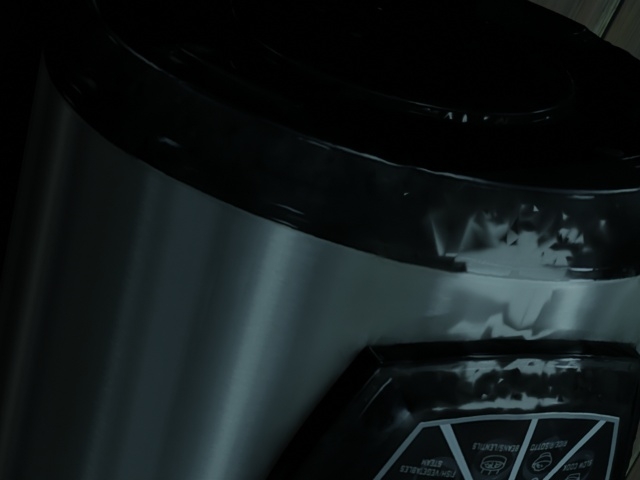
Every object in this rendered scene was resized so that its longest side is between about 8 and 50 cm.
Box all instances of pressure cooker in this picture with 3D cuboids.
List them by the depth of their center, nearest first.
[{"bbox_3d":[-0.001,0.076,0.886,0.375,0.370,0.420,-35,146,-60],"label":"pressure cooker"}]
